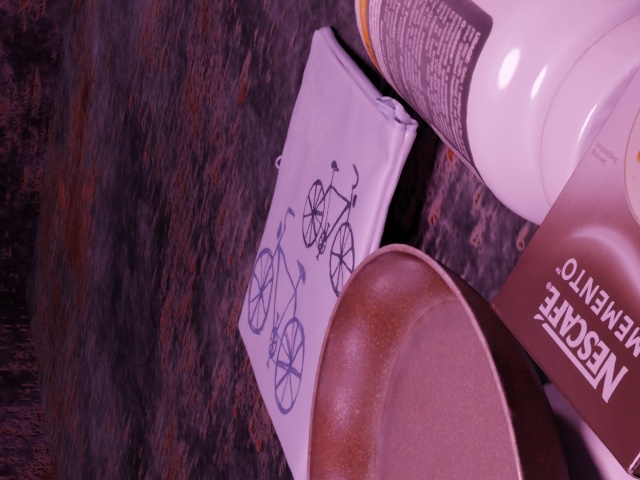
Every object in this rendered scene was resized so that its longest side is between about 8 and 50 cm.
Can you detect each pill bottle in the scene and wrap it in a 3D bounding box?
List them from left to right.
[{"bbox_3d":[0.133,-0.099,0.783,0.278,0.162,0.162,-123,38,-57],"label":"pill bottle"}]

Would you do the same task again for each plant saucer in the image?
[{"bbox_3d":[0.061,0.157,0.781,0.310,0.050,0.311,180,90,-70],"label":"plant saucer"}]

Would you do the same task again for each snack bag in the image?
[{"bbox_3d":[0.000,0.000,1.289,0.323,0.037,0.343,-119,40,-65],"label":"snack bag"}]

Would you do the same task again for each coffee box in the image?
[{"bbox_3d":[0.194,-0.025,0.594,0.247,0.098,0.141,-60,29,16],"label":"coffee box"}]

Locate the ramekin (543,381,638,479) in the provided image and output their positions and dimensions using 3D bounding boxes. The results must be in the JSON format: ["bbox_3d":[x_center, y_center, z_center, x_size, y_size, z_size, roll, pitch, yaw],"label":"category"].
[{"bbox_3d":[0.169,0.186,0.737,0.273,0.127,0.273,179,90,-71],"label":"ramekin"}]
